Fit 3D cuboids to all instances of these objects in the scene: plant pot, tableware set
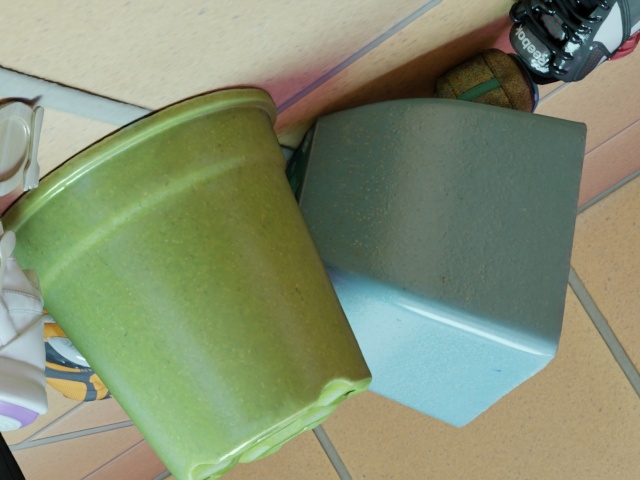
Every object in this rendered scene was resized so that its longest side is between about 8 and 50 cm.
[{"bbox_3d":[-0.095,0.056,1.207,0.276,0.254,0.276,-30,170,-6],"label":"plant pot"},{"bbox_3d":[-0.230,-0.022,0.908,0.168,0.020,0.141,1,108,-66],"label":"tableware set"},{"bbox_3d":[0.080,0.003,1.404,0.252,0.247,0.248,17,154,-10],"label":"plant pot"}]

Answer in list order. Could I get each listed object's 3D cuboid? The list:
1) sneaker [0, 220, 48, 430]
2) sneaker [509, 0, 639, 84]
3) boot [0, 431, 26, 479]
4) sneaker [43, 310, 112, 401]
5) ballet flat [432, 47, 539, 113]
[{"bbox_3d":[-0.291,0.030,0.993,0.114,0.152,0.305,-6,157,21],"label":"sneaker"},{"bbox_3d":[0.244,-0.213,1.335,0.135,0.098,0.276,-32,171,-9],"label":"sneaker"},{"bbox_3d":[-0.374,0.238,1.181,0.377,0.284,0.138,-36,169,19],"label":"boot"},{"bbox_3d":[-0.149,0.112,1.483,0.321,0.125,0.180,18,158,-19],"label":"sneaker"},{"bbox_3d":[0.146,-0.093,1.586,0.123,0.123,0.348,-28,164,-14],"label":"ballet flat"}]
